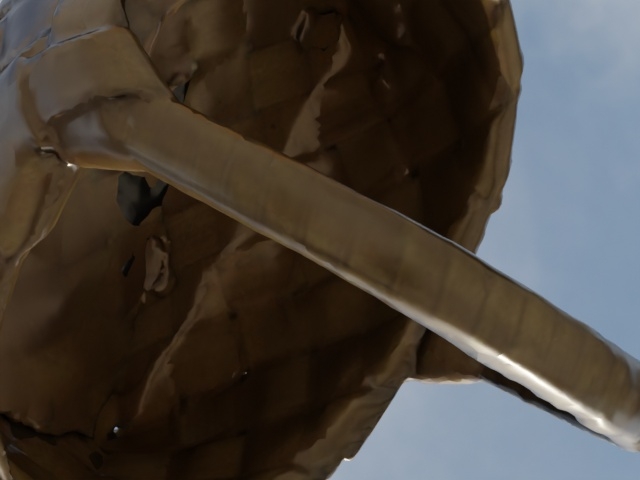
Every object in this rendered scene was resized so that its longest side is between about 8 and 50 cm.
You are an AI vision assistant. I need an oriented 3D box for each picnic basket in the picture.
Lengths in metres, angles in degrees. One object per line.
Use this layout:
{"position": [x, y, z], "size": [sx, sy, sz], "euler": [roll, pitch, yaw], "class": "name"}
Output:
{"position": [0.000, 0.000, 0.793], "size": [0.293, 0.337, 0.337], "euler": [33, -128, -49], "class": "picnic basket"}
